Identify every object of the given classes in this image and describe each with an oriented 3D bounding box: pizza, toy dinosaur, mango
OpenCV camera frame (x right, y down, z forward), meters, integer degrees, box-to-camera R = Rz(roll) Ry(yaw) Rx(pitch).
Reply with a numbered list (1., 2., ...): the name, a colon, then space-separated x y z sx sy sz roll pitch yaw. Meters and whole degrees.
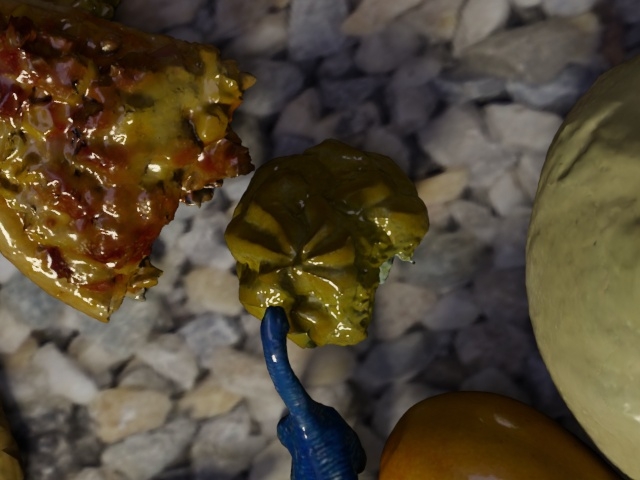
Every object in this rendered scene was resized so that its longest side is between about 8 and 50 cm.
1. pizza: -0.151 -0.074 1.110 0.229 0.081 0.289 -21 116 -3
2. toy dinosaur: 0.001 0.177 1.081 0.075 0.188 0.247 -10 76 6
3. mango: 0.142 0.192 1.086 0.221 0.151 0.120 34 58 5

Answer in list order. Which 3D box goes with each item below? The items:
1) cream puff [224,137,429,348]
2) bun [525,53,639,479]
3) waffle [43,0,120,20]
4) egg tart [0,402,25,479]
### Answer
1. cream puff: 0.000 0.000 1.101 0.121 0.156 0.156 41 103 -13
2. bun: 0.307 0.020 1.002 0.364 0.202 0.364 1 94 12
3. waffle: -0.243 -0.172 1.171 0.197 0.070 0.193 4 97 15
4. egg tart: -0.426 0.219 1.126 0.443 0.178 0.443 1 87 -16
